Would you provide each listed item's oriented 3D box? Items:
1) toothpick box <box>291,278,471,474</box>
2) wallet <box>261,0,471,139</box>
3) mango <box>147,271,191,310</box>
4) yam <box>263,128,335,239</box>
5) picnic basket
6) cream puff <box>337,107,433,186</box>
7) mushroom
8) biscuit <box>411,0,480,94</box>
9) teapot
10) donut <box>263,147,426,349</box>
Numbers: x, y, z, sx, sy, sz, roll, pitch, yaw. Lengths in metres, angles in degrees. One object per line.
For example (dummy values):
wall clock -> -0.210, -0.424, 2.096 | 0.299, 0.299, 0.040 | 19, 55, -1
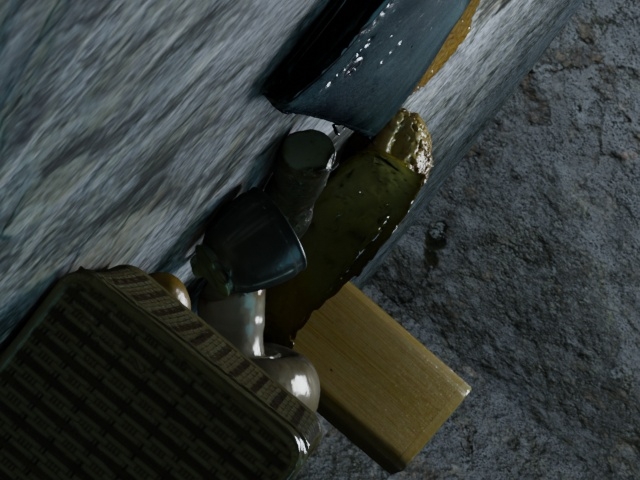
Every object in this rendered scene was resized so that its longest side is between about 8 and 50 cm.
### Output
toothpick box -> 0.037, 0.162, 2.554 | 0.187, 0.308, 0.190 | -49, 177, -13
wallet -> 0.059, -0.176, 1.620 | 0.190, 0.046, 0.379 | -52, 172, 8
mango -> -0.186, 0.148, 1.596 | 0.262, 0.109, 0.157 | -51, 171, -2
yam -> -0.030, -0.045, 1.843 | 0.061, 0.061, 0.253 | -48, 174, -21
picnic basket -> -0.175, 0.199, 1.379 | 0.313, 0.228, 0.175 | -51, 177, 4
cream puff -> 0.081, -0.096, 2.220 | 0.133, 0.104, 0.119 | -52, 168, 10
mushroom -> -0.097, 0.127, 1.956 | 0.204, 0.204, 0.204 | -49, 175, -6
biscuit -> 0.127, -0.222, 2.014 | 0.144, 0.033, 0.224 | -52, 173, -6
teapot -> -0.072, 0.015, 1.745 | 0.091, 0.092, 0.124 | -32, 164, -14
donut -> 0.000, 0.000, 2.078 | 0.272, 0.107, 0.272 | -49, -176, 5
